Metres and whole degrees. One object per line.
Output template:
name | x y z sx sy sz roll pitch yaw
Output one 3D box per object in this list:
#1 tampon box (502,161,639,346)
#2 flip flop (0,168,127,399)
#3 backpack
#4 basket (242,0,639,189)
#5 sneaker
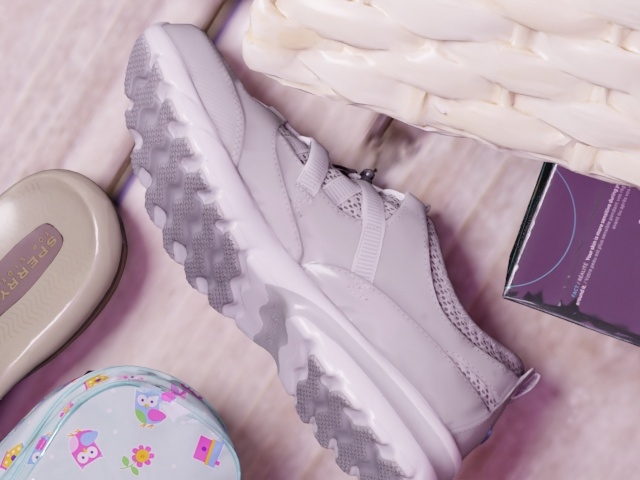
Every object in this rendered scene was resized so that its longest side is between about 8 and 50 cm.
tampon box | 0.156 -0.020 0.875 0.101 0.161 0.120 21 99 4
flip flop | -0.212 0.073 0.951 0.112 0.080 0.277 44 94 17
backpack | -0.118 0.153 0.930 0.152 0.115 0.182 37 74 -16
basket | 0.173 -0.199 0.696 0.331 0.266 0.328 17 128 5
sneaker | 0.000 0.000 0.946 0.115 0.105 0.281 -33 87 -25
